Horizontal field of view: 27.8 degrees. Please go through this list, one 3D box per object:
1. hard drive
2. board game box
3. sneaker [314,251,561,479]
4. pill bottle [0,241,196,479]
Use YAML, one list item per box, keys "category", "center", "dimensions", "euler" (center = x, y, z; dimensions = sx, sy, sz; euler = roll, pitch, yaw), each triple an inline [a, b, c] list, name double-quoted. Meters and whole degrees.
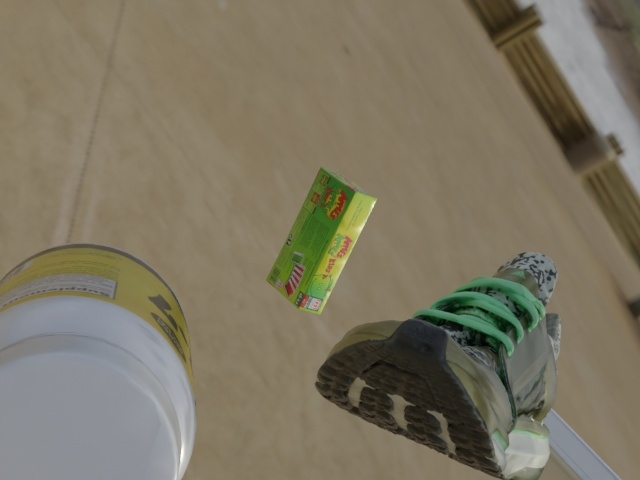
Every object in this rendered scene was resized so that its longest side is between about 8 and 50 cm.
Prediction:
- category: "hard drive"
  center: [0.355, 0.348, 1.532]
  dimensions: [0.353, 0.047, 0.233]
  euler: [47, -13, 30]
- category: "board game box"
  center: [0.000, 0.000, 1.789]
  dimensions: [0.043, 0.181, 0.092]
  euler: [17, 14, -40]
- category: "sneaker"
  center: [0.118, 0.080, 1.024]
  dimensions: [0.158, 0.182, 0.410]
  euler: [22, -6, 18]
- category: "pill bottle"
  center: [-0.120, 0.076, 0.629]
  dimensions: [0.119, 0.119, 0.208]
  euler: [56, 0, -13]
